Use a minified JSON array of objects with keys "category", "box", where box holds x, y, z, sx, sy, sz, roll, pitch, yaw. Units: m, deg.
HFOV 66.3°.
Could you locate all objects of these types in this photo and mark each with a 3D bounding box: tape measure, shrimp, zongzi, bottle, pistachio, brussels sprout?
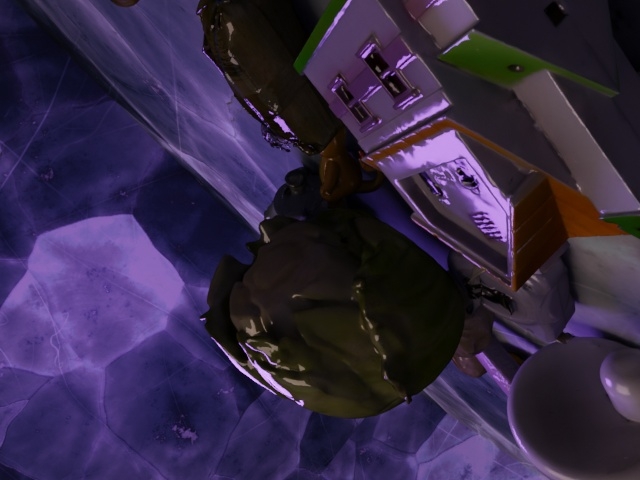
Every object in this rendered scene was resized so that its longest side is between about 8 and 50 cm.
[{"category":"tape measure","box":[0.274,0.060,0.729,0.178,0.105,0.196,28,164,49]},{"category":"shrimp","box":[-0.077,-0.209,0.987,0.165,0.057,0.065,43,158,46]},{"category":"zongzi","box":[-0.104,-0.266,0.715,0.274,0.125,0.251,37,170,47]},{"category":"bottle","box":[0.000,0.000,1.148,0.229,0.229,0.351,32,157,39]},{"category":"pistachio","box":[0.352,0.254,1.166,0.113,0.113,0.149,172,78,-75]},{"category":"brussels sprout","box":[0.038,0.141,0.874,0.425,0.342,0.361,9,147,49]}]

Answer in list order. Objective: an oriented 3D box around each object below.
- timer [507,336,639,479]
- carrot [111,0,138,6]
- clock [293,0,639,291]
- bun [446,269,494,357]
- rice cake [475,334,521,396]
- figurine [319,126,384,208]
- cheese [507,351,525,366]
[{"category":"timer","box":[0.395,0.247,0.720,0.240,0.233,0.233,46,168,-35]},{"category":"carrot","box":[-0.329,-0.482,0.762,0.074,0.074,0.358,43,167,-8]},{"category":"clock","box":[0.148,-0.101,0.410,0.309,0.166,0.235,51,167,-9]},{"category":"bun","box":[0.258,0.152,0.965,0.173,0.113,0.166,57,146,17]},{"category":"rice cake","box":[0.362,0.244,1.022,0.365,0.056,0.072,54,171,28]},{"category":"figurine","box":[0.042,-0.139,0.822,0.122,0.121,0.176,1,138,27]},{"category":"cheese","box":[0.455,0.310,1.159,0.156,0.064,0.250,50,179,-5]}]
